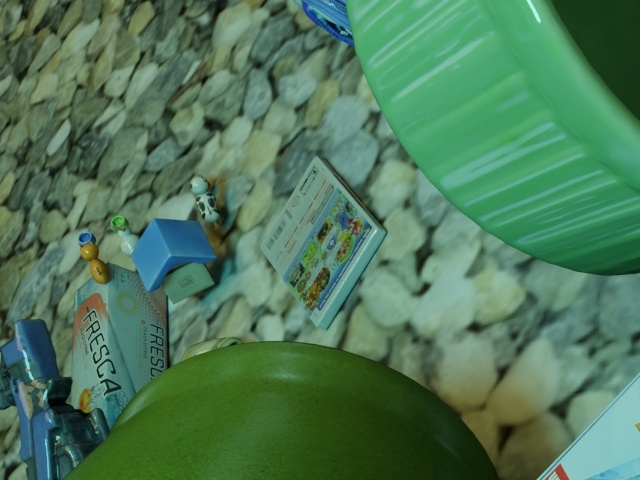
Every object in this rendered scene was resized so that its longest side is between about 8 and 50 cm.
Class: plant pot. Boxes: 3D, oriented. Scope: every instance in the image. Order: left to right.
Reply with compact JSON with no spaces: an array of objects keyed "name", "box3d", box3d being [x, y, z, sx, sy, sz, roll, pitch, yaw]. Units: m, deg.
[{"name":"plant pot","box3d":[-0.039,0.238,0.776,0.366,0.366,0.353,-46,14,31]}]

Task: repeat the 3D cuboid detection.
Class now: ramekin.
[{"name":"ramekin","box3d":[0.158,-0.128,0.777,0.148,0.303,0.303,-29,49,55]}]

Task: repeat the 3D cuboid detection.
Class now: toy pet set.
[{"name":"toy pet set","box3d":[-0.138,-0.006,1.297,0.122,0.065,0.114,-27,52,-2]}]

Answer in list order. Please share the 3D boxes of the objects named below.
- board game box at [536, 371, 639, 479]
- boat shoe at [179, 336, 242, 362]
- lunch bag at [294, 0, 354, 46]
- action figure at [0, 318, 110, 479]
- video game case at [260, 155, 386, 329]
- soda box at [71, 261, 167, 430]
[{"name":"board game box","box3d":[0.228,0.122,0.551,0.318,0.066,0.318,-50,37,20]},{"name":"boat shoe","box3d":[-0.090,0.145,1.197,0.048,0.056,0.153,-21,48,55]},{"name":"lunch bag","box3d":[0.070,-0.151,0.981,0.090,0.219,0.176,-60,34,13]},{"name":"action figure","box3d":[-0.138,0.224,1.117,0.330,0.178,0.341,-24,77,42]},{"name":"video game case","box3d":[0.000,0.000,1.189,0.087,0.011,0.122,-58,33,14]},{"name":"soda box","box3d":[-0.165,0.112,1.316,0.058,0.063,0.183,-39,42,37]}]
